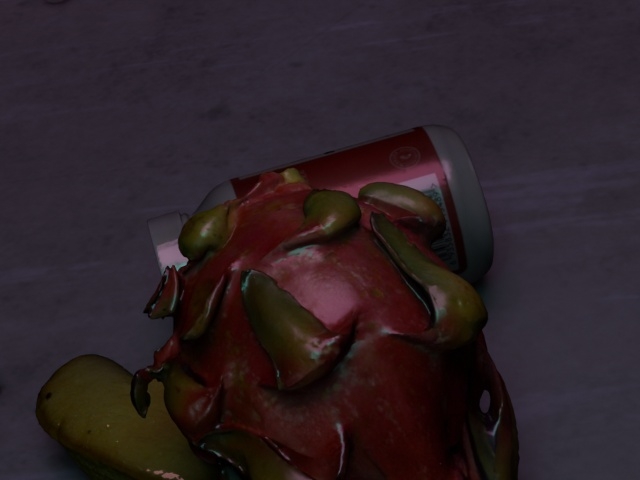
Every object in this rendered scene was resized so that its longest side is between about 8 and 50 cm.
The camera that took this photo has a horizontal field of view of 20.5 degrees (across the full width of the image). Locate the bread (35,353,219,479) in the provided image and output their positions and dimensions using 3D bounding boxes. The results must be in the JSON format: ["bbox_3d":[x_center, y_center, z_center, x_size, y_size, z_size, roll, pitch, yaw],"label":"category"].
[{"bbox_3d":[-0.117,0.137,1.301,0.188,0.065,0.149,20,40,33],"label":"bread"}]

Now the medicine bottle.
[{"bbox_3d":[0.000,0.000,1.366,0.250,0.131,0.131,-15,41,-4],"label":"medicine bottle"}]

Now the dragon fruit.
[{"bbox_3d":[0.016,0.104,1.180,0.243,0.307,0.227,0,-1,41],"label":"dragon fruit"}]
